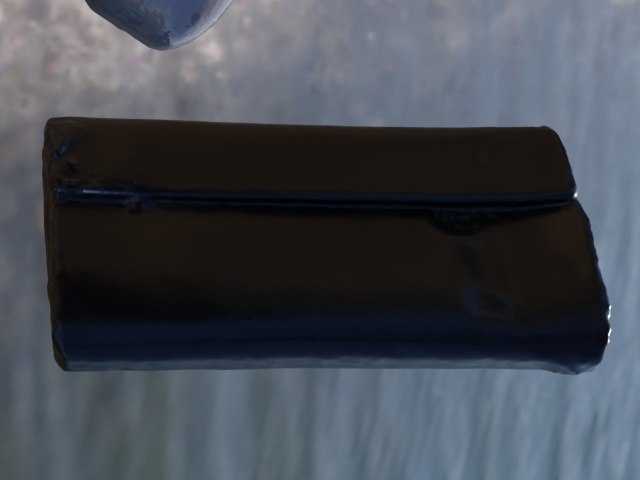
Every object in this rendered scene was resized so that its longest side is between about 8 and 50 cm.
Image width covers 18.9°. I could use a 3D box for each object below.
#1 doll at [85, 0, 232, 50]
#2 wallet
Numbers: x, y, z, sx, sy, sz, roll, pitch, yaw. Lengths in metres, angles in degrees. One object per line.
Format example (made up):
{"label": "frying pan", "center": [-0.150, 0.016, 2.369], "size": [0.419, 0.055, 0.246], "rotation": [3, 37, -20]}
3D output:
{"label": "doll", "center": [-0.038, -0.147, 0.750], "size": [0.160, 0.059, 0.161], "rotation": [-60, -164, -14]}
{"label": "wallet", "center": [0.000, 0.000, 1.422], "size": [0.062, 0.406, 0.228], "rotation": [107, -20, -50]}
